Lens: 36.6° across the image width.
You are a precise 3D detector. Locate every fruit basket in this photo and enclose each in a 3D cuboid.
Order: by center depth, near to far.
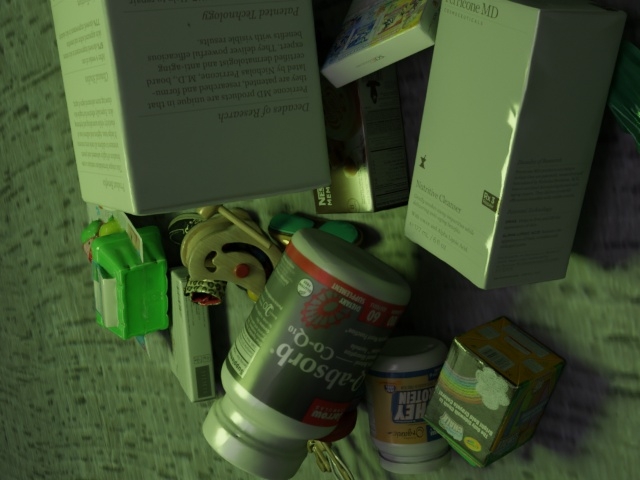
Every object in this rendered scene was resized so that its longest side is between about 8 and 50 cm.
[{"bbox_3d":[-0.469,0.052,2.174,0.353,0.165,0.327,38,135,41],"label":"fruit basket"}]

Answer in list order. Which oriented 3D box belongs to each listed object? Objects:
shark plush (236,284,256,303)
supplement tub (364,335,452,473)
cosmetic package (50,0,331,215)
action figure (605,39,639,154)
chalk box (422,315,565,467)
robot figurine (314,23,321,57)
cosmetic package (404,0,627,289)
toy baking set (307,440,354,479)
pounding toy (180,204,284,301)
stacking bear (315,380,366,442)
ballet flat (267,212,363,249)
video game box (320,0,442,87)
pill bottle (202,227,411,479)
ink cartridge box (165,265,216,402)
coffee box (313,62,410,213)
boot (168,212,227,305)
[{"bbox_3d":[-0.112,0.112,1.934,0.161,0.073,0.067,48,156,3],"label":"shark plush"},{"bbox_3d":[0.149,0.270,1.608,0.144,0.144,0.199,3,104,47],"label":"supplement tub"},{"bbox_3d":[-0.215,-0.263,1.533,0.329,0.327,0.393,13,112,62],"label":"cosmetic package"},{"bbox_3d":[0.424,-0.180,1.244,0.232,0.063,0.137,56,137,29],"label":"action figure"},{"bbox_3d":[0.259,0.250,1.496,0.132,0.132,0.213,38,128,32],"label":"chalk box"},{"bbox_3d":[-0.078,-0.288,1.732,0.211,0.085,0.291,8,107,50],"label":"robot figurine"},{"bbox_3d":[0.256,-0.151,1.334,0.217,0.156,0.384,38,129,54],"label":"cosmetic package"},{"bbox_3d":[0.000,0.375,1.832,0.196,0.030,0.256,64,162,-18],"label":"toy baking set"},{"bbox_3d":[-0.156,0.039,1.766,0.269,0.154,0.155,47,180,-30],"label":"pounding toy"},{"bbox_3d":[0.030,0.178,1.703,0.175,0.164,0.289,29,110,34],"label":"stacking bear"},{"bbox_3d":[0.000,0.000,1.760,0.232,0.080,0.073,16,141,46],"label":"ballet flat"},{"bbox_3d":[0.109,-0.336,1.456,0.205,0.187,0.048,-16,130,46],"label":"video game box"},{"bbox_3d":[-0.028,0.181,1.531,0.210,0.210,0.363,36,103,35],"label":"pill bottle"},{"bbox_3d":[-0.295,0.189,2.128,0.239,0.060,0.275,-151,55,-68],"label":"ink cartridge box"},{"bbox_3d":[0.056,-0.172,1.613,0.141,0.098,0.246,2,102,46],"label":"coffee box"},{"bbox_3d":[-0.250,0.037,1.953,0.236,0.085,0.178,-4,61,44],"label":"boot"}]
